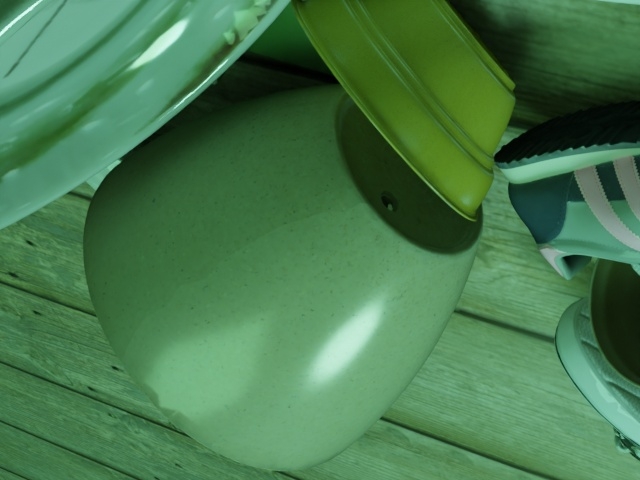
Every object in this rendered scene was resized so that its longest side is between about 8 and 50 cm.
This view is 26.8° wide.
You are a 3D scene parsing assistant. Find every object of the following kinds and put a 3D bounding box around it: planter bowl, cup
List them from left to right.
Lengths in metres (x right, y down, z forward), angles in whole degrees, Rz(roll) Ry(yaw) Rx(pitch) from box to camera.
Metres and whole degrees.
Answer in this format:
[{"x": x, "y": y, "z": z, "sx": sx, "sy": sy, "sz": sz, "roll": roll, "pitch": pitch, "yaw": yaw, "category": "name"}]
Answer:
[{"x": 0.000, "y": 0.000, "z": 1.155, "sx": 0.331, "sy": 0.331, "sz": 0.237, "roll": 40, "pitch": 129, "yaw": -17, "category": "cup"}, {"x": 0.082, "y": -0.125, "z": 1.005, "sx": 0.217, "sy": 0.090, "sz": 0.217, "roll": 48, "pitch": -167, "yaw": -15, "category": "planter bowl"}, {"x": 0.309, "y": 0.048, "z": 1.061, "sx": 0.109, "sy": 0.162, "sz": 0.162, "roll": 17, "pitch": 167, "yaw": -39, "category": "planter bowl"}]

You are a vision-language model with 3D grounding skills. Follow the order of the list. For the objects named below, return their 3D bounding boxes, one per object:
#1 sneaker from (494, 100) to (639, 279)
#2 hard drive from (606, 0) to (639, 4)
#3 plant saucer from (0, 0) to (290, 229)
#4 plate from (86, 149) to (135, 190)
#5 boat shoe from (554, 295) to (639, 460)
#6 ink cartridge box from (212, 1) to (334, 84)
[{"x": 0.270, "y": -0.031, "z": 0.968, "sx": 0.319, "sy": 0.112, "sz": 0.131, "roll": 3, "pitch": 122, "yaw": 56, "category": "sneaker"}, {"x": 0.118, "y": -0.245, "z": 0.866, "sx": 0.307, "sy": 0.040, "sz": 0.203, "roll": 13, "pitch": 148, "yaw": 32, "category": "hard drive"}, {"x": -0.159, "y": -0.146, "z": 0.883, "sx": 0.100, "sy": 0.400, "sz": 0.400, "roll": 50, "pitch": 154, "yaw": 6, "category": "plant saucer"}, {"x": -0.165, "y": -0.036, "z": 1.374, "sx": 0.278, "sy": 0.045, "sz": 0.277, "roll": 40, "pitch": 180, "yaw": -16, "category": "plate"}, {"x": 0.330, "y": 0.176, "z": 1.263, "sx": 0.335, "sy": 0.121, "sz": 0.119, "roll": 38, "pitch": 148, "yaw": -16, "category": "boat shoe"}, {"x": -0.092, "y": -0.205, "z": 1.140, "sx": 0.235, "sy": 0.056, "sz": 0.171, "roll": 22, "pitch": 151, "yaw": 22, "category": "ink cartridge box"}]
